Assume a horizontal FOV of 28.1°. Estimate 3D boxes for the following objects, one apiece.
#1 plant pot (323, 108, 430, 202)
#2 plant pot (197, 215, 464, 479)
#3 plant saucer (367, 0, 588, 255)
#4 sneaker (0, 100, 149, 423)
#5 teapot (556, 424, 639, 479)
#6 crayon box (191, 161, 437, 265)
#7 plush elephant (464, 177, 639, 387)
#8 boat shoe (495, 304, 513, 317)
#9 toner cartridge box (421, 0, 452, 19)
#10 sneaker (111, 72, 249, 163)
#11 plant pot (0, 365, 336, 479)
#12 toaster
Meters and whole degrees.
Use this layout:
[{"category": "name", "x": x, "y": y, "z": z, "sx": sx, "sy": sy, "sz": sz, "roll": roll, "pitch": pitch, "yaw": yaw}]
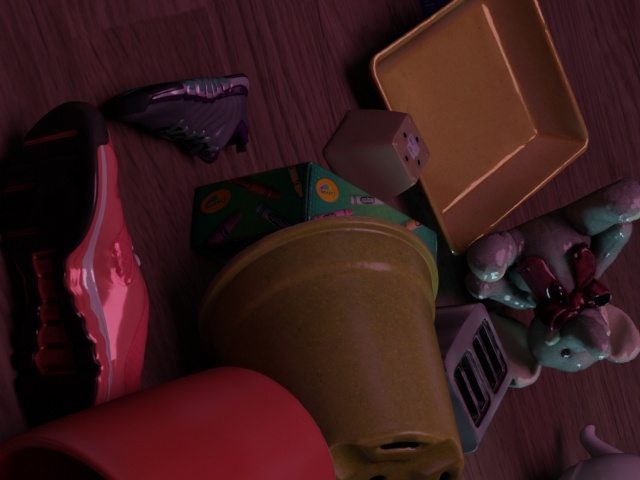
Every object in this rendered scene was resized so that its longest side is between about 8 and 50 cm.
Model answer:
[{"category": "plant pot", "x": 0.084, "y": -0.116, "z": 1.742, "sx": 0.109, "sy": 0.096, "sz": 0.109, "roll": 60, "pitch": 39, "yaw": -26}, {"category": "plant pot", "x": 0.030, "y": 0.159, "z": 1.347, "sx": 0.276, "sy": 0.276, "sz": 0.253, "roll": 39, "pitch": 23, "yaw": -44}, {"category": "plant saucer", "x": 0.225, "y": -0.201, "z": 1.911, "sx": 0.333, "sy": 0.081, "sz": 0.332, "roll": -38, "pitch": 115, "yaw": -26}, {"category": "sneaker", "x": -0.231, "y": 0.024, "z": 1.255, "sx": 0.136, "sy": 0.116, "sz": 0.313, "roll": 2, "pitch": 86, "yaw": -66}, {"category": "teapot", "x": 0.432, "y": 0.443, "z": 2.030, "sx": 0.252, "sy": 0.187, "sz": 0.256, "roll": -71, "pitch": 162, "yaw": 4}, {"category": "crayon box", "x": 0.000, "y": 0.000, "z": 1.524, "sx": 0.278, "sy": 0.165, "sz": 0.081, "roll": 27, "pitch": 60, "yaw": -50}, {"category": "plush elephant", "x": 0.360, "y": 0.090, "z": 1.917, "sx": 0.330, "sy": 0.272, "sz": 0.255, "roll": 125, "pitch": -57, "yaw": -81}, {"category": "boat shoe", "x": 0.312, "y": 0.166, "z": 2.043, "sx": 0.050, "sy": 0.045, "sz": 0.135, "roll": -21, "pitch": 99, "yaw": -56}, {"category": "toner cartridge box", "x": 0.241, "y": -0.358, "z": 2.058, "sx": 0.165, "sy": 0.075, "sz": 0.347, "roll": -29, "pitch": 106, "yaw": -53}, {"category": "sneaker", "x": -0.143, "y": -0.131, "z": 1.430, "sx": 0.224, "sy": 0.083, "sz": 0.098, "roll": -19, "pitch": 102, "yaw": -57}, {"category": "plant pot", "x": -0.131, "y": 0.249, "z": 1.155, "sx": 0.243, "sy": 0.275, "sz": 0.274, "roll": -30, "pitch": 106, "yaw": -49}, {"category": "toaster", "x": 0.177, "y": 0.185, "z": 1.782, "sx": 0.168, "sy": 0.110, "sz": 0.185, "roll": -51, "pitch": 122, "yaw": -50}]
